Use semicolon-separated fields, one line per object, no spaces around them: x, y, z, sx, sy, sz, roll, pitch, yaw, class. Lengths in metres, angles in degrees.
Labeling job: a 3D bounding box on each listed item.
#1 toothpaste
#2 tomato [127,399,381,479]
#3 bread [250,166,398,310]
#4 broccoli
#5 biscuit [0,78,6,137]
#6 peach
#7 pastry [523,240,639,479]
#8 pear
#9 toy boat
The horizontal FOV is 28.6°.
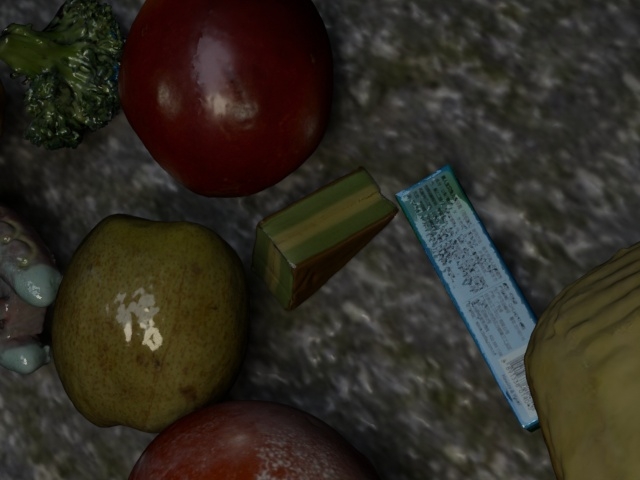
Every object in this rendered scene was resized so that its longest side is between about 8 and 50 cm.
0.163;0.055;1.214;0.065;0.050;0.266;-31;69;9;toothpaste
-0.046;0.266;1.117;0.227;0.270;0.270;-31;68;-14;tomato
0.004;-0.003;1.300;0.139;0.084;0.074;-31;65;-25;bread
-0.284;-0.190;1.363;0.167;0.160;0.154;-53;40;11;broccoli
-0.444;-0.066;1.338;0.107;0.326;0.325;39;90;-22;biscuit
-0.102;-0.161;1.274;0.244;0.199;0.243;-5;79;26;peach
0.338;0.166;0.957;0.313;0.388;0.388;-20;71;4;pastry
-0.167;0.084;1.228;0.188;0.228;0.211;15;85;-17;pear
-0.356;0.042;1.320;0.227;0.085;0.155;40;125;41;toy boat
